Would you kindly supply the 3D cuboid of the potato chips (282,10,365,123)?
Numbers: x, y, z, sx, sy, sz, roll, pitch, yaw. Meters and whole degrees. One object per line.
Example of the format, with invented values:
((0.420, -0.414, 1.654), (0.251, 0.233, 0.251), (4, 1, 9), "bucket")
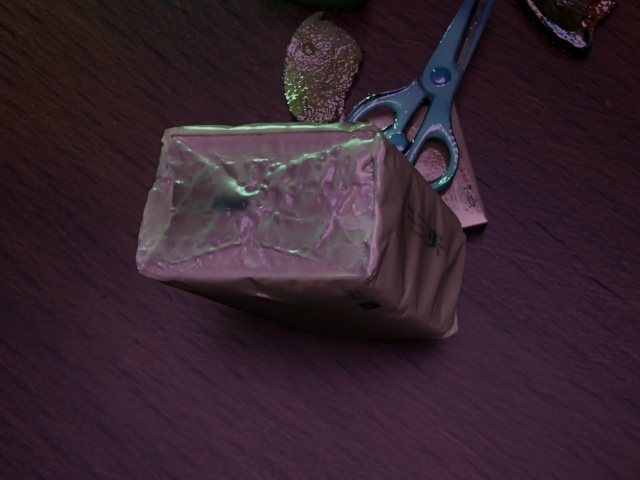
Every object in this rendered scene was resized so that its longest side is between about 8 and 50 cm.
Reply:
((0.006, -0.264, 1.448), (0.142, 0.026, 0.209), (-19, 74, 0), "potato chips")

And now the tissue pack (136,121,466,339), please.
((0.000, 0.000, 1.166), (0.297, 0.380, 0.207), (1, 76, 25), "tissue pack")

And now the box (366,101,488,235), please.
((0.156, -0.097, 1.383), (0.141, 0.058, 0.201), (-14, 75, -2), "box")

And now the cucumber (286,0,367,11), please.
((-0.004, -0.443, 1.425), (0.191, 0.191, 0.130), (3, 74, 2), "cucumber")

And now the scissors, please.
((0.167, -0.233, 1.372), (0.180, 0.032, 0.392), (26, 77, 10), "scissors")

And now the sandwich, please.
((0.379, -0.400, 1.444), (0.159, 0.079, 0.235), (-8, 75, -1), "sandwich")
